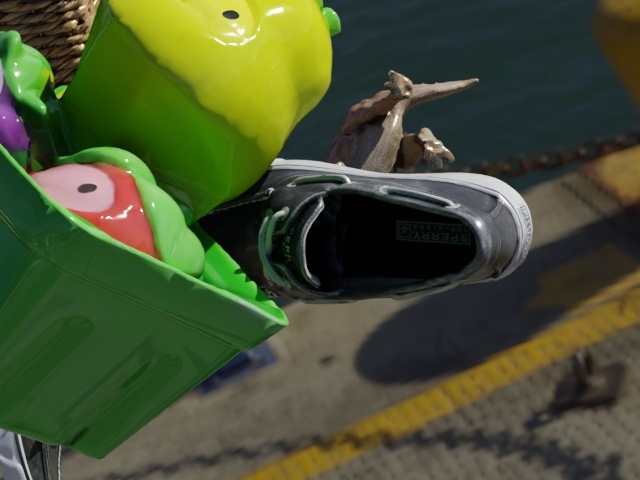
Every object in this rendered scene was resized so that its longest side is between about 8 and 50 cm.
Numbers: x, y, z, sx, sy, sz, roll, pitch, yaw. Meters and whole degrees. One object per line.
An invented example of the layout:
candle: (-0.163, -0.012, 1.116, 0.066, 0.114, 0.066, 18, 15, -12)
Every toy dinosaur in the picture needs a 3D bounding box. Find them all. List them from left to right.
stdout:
toy dinosaur: (0.043, -0.089, 1.872, 0.295, 0.127, 0.200, -54, 13, -10)

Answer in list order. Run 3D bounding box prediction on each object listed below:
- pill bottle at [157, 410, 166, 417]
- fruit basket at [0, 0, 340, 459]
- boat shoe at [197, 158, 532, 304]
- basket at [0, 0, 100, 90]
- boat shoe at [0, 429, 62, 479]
pill bottle: (-0.245, 0.056, 2.184, 0.188, 0.334, 0.188, 15, 21, -6)
fruit basket: (-0.161, -0.078, 1.191, 0.392, 0.283, 0.392, -14, 64, 30)
boat shoe: (0.000, 0.000, 1.228, 0.301, 0.108, 0.102, 3, 11, 29)
basket: (-0.412, -0.265, 2.032, 0.299, 0.223, 0.213, -13, 21, 4)
boat shoe: (-0.318, 0.174, 1.908, 0.105, 0.306, 0.113, -9, 0, 3)
